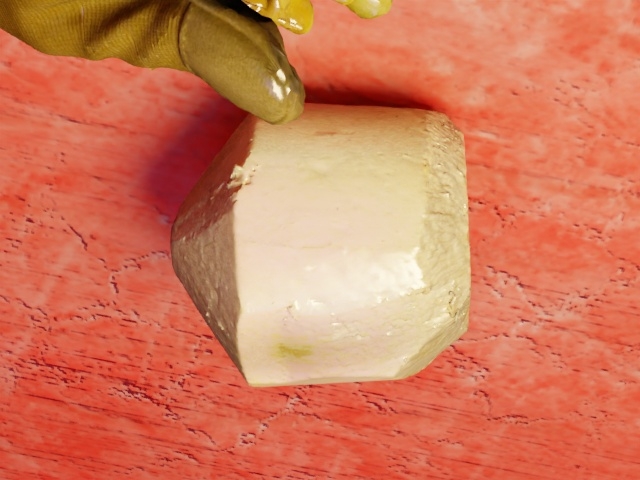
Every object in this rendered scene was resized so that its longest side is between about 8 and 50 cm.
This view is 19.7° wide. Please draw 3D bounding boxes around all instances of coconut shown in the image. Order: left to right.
[{"bbox_3d":[0.000,0.000,0.940,0.152,0.147,0.147,0,139,0],"label":"coconut"}]

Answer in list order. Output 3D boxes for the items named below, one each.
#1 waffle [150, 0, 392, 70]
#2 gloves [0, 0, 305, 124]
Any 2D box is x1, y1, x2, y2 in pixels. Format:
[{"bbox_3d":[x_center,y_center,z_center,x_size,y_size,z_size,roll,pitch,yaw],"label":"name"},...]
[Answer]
[{"bbox_3d":[-0.082,-0.176,0.790,0.228,0.051,0.232,1,132,22],"label":"waffle"},{"bbox_3d":[-0.075,-0.140,0.671,0.331,0.154,0.141,7,134,32],"label":"gloves"}]
